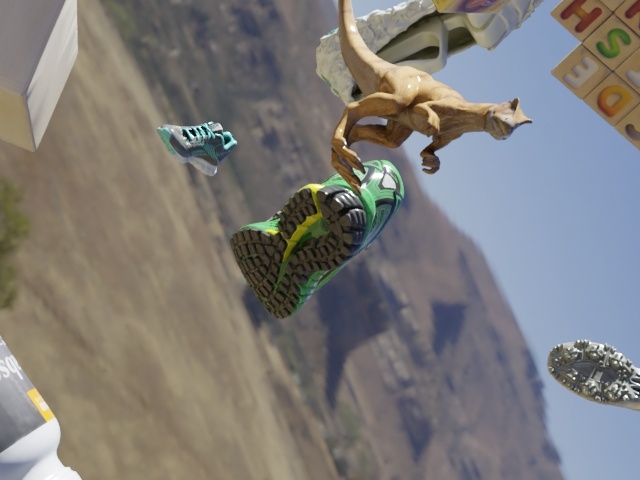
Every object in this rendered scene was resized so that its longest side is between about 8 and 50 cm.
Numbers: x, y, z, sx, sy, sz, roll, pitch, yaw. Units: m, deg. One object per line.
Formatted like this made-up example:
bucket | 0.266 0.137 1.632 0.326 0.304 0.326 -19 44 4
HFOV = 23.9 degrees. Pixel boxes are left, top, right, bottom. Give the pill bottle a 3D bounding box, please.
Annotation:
pill bottle | -0.354 0.174 1.475 0.278 0.162 0.162 55 1 0

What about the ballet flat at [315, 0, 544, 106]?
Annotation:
ballet flat | 0.190 -0.310 2.252 0.147 0.409 0.147 61 9 -16

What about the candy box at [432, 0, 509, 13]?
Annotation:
candy box | 0.215 -0.336 1.729 0.109 0.186 0.053 -7 64 -44

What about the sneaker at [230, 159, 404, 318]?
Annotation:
sneaker | 0.000 0.000 1.970 0.134 0.146 0.343 60 -34 0

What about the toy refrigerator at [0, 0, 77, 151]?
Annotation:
toy refrigerator | -0.259 -0.154 1.228 0.269 0.094 0.102 153 -41 -80

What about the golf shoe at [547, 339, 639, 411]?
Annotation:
golf shoe | 0.334 0.165 1.692 0.086 0.176 0.069 98 9 -69

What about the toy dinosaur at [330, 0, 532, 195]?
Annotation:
toy dinosaur | 0.046 -0.090 0.950 0.211 0.112 0.064 38 -14 40

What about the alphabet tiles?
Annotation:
alphabet tiles | 0.328 -0.163 1.327 0.237 0.198 0.009 39 30 -13

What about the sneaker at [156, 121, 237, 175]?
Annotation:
sneaker | -0.184 -0.153 2.275 0.065 0.076 0.166 55 14 21
